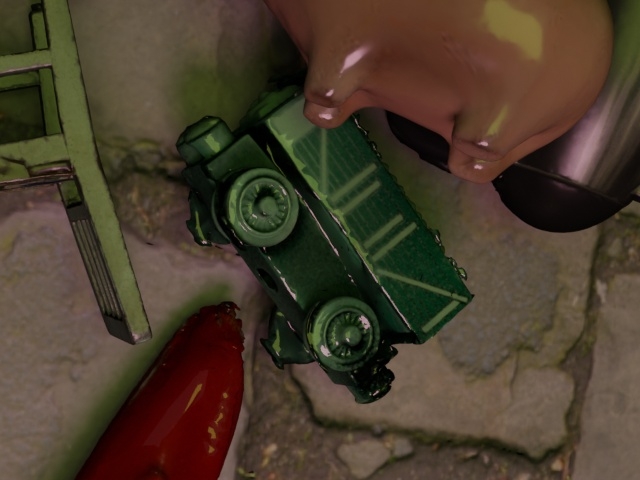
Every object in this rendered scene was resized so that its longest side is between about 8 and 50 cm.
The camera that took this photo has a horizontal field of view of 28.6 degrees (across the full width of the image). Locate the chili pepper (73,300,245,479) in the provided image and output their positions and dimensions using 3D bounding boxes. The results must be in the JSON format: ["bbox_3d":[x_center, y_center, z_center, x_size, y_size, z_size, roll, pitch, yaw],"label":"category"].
[{"bbox_3d":[-0.155,0.216,0.966,0.110,0.110,0.387,36,72,-15],"label":"chili pepper"}]

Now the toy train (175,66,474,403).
[{"bbox_3d":[0.000,0.000,1.004,0.154,0.115,0.269,-39,101,-21],"label":"toy train"}]

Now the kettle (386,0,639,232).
[{"bbox_3d":[0.212,-0.143,1.045,0.251,0.207,0.271,18,92,-24],"label":"kettle"}]

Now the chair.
[{"bbox_3d":[-0.233,-0.043,0.922,0.147,0.136,0.270,-13,95,-17],"label":"chair"}]

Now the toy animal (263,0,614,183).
[{"bbox_3d":[0.067,-0.204,0.914,0.326,0.237,0.269,25,76,-2],"label":"toy animal"}]
